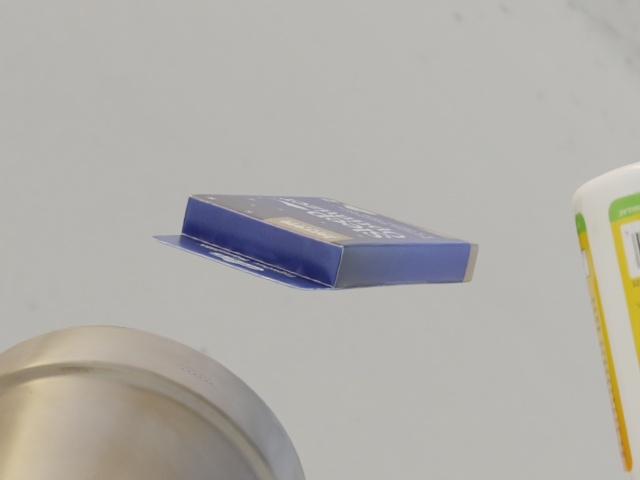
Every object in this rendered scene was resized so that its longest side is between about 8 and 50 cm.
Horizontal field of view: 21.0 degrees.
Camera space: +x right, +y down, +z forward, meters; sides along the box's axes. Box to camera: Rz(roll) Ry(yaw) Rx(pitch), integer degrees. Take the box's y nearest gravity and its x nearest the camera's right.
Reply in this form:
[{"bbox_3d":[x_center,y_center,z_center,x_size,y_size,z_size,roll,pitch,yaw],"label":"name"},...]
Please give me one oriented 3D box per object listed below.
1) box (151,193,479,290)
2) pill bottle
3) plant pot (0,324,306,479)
[{"bbox_3d":[0.000,0.000,1.234,0.136,0.036,0.225,18,12,32],"label":"box"},{"bbox_3d":[0.227,0.078,0.953,0.136,0.136,0.245,11,67,-69],"label":"pill bottle"},{"bbox_3d":[-0.185,0.266,1.310,0.323,0.323,0.280,42,22,-9],"label":"plant pot"}]
